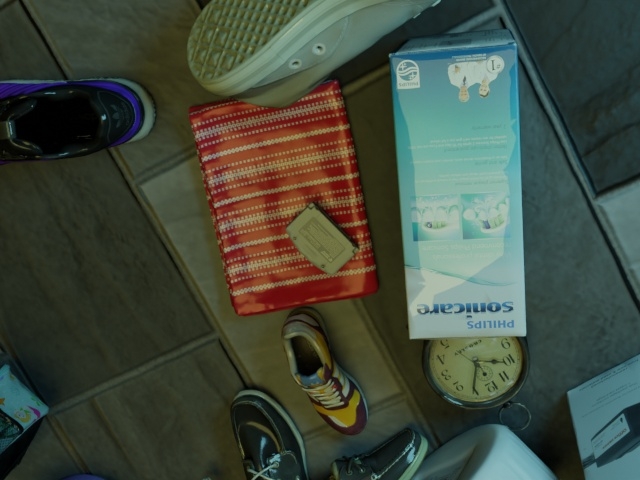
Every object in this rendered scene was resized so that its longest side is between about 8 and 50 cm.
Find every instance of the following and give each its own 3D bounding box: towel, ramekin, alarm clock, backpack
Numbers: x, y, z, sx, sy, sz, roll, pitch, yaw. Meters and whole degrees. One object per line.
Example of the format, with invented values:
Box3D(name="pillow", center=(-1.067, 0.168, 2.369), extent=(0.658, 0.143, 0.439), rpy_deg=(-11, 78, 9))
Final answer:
Box3D(name="towel", center=(-0.045, -0.046, 1.088), extent=(0.198, 0.031, 0.275), rpy_deg=(-9, 105, 12))
Box3D(name="ramekin", center=(0.167, 0.347, 1.047), extent=(0.277, 0.277, 0.135), rpy_deg=(-42, 88, 18))
Box3D(name="alarm clock", center=(0.201, 0.155, 1.087), extent=(0.129, 0.064, 0.192), rpy_deg=(-30, 97, 17))
Box3D(name="backpack", center=(-0.487, 0.271, 1.145), extent=(0.225, 0.253, 0.191), rpy_deg=(-42, 92, 22))

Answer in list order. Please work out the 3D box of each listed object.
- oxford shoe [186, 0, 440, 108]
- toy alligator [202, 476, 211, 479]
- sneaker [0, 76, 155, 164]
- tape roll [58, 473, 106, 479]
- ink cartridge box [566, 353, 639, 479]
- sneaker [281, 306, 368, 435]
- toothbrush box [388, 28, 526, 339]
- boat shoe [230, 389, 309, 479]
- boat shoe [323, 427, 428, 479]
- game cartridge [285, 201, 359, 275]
Box3D(name="oxford shoe", center=(0.055, -0.280, 0.923), extent=(0.449, 0.130, 0.169), rpy_deg=(-29, 60, 28))
Box3D(name="toy alligator", center=(-0.095, 0.393, 1.220), extent=(0.051, 0.056, 0.190), rpy_deg=(-34, 99, -25))
Box3D(name="sneaker", center=(-0.360, -0.141, 1.052), extent=(0.293, 0.146, 0.102), rpy_deg=(-7, 105, 12))
Box3D(name="tape roll", center=(-0.346, 0.433, 1.234), extent=(0.188, 0.080, 0.189), rpy_deg=(2, 95, 20))
Box3D(name="ink cartridge box", center=(0.395, 0.292, 0.964), extent=(0.129, 0.307, 0.223), rpy_deg=(-33, 99, 18))
Box3D(name="sneaker", center=(0.000, 0.180, 1.118), extent=(0.069, 0.084, 0.186), rpy_deg=(-26, 100, 16))
Box3D(name="toothbrush box", center=(0.154, -0.068, 0.949), extent=(0.126, 0.216, 0.296), rpy_deg=(-3, 107, 12))
Box3D(name="boat shoe", center=(-0.063, 0.311, 1.174), extent=(0.084, 0.079, 0.233), rpy_deg=(-15, 102, 16))
Box3D(name="boat shoe", center=(0.039, 0.315, 1.129), extent=(0.223, 0.080, 0.073), rpy_deg=(-41, 101, -1))
Box3D(name="game cartridge", center=(0.000, 0.000, 1.070), extent=(0.056, 0.017, 0.083), rpy_deg=(-43, 95, 11))
